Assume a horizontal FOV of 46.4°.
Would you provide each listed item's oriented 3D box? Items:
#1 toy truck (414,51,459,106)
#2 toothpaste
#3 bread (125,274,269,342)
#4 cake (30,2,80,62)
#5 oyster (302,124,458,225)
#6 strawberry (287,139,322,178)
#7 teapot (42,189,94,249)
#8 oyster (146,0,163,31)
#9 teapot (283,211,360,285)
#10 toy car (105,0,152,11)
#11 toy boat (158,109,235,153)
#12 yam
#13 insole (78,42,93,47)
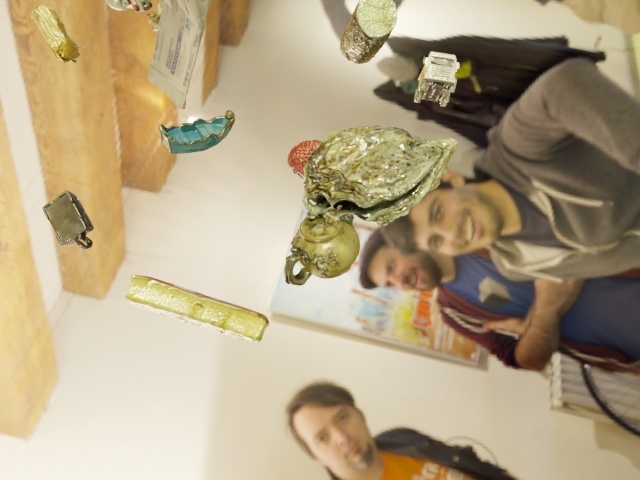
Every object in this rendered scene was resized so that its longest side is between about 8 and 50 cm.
[{"bbox_3d":[0.320,-0.451,2.081,0.227,0.098,0.114,86,-167,-85],"label":"toy truck"},{"bbox_3d":[-0.219,-0.356,1.184,0.099,0.068,0.282,-109,34,-48],"label":"toothpaste"},{"bbox_3d":[-0.306,0.177,1.894,0.138,0.361,0.077,121,167,-76],"label":"bread"},{"bbox_3d":[-0.780,-0.618,2.245,0.079,0.185,0.116,-39,-11,15],"label":"cake"},{"bbox_3d":[0.103,-0.114,1.327,0.112,0.267,0.199,74,-157,-65],"label":"oyster"},{"bbox_3d":[-0.024,-0.172,1.568,0.096,0.083,0.083,-43,22,42],"label":"strawberry"},{"bbox_3d":[-0.636,-0.052,1.932,0.177,0.087,0.096,59,-170,12],"label":"teapot"},{"bbox_3d":[-0.444,-0.763,2.304,0.294,0.094,0.166,-17,53,59],"label":"oyster"},{"bbox_3d":[0.000,0.000,1.882,0.269,0.173,0.183,-39,-45,-29],"label":"teapot"},{"bbox_3d":[-0.466,-0.596,1.787,0.139,0.112,0.112,-98,-11,-45],"label":"toy car"},{"bbox_3d":[-0.285,-0.261,1.756,0.075,0.185,0.077,54,143,33],"label":"toy boat"},{"bbox_3d":[0.104,-0.475,1.714,0.183,0.107,0.107,132,154,-69],"label":"yam"},{"bbox_3d":[-0.794,-0.624,2.436,0.065,0.193,0.006,-26,-70,-35],"label":"insole"}]
